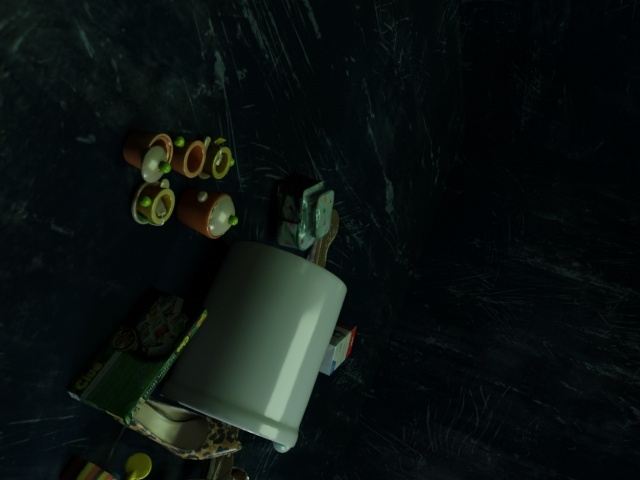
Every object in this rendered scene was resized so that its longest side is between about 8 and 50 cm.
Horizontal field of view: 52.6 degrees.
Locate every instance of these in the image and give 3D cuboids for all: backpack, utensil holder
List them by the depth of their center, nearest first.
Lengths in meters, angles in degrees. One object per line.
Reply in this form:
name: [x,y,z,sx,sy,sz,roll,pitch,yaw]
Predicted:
utensil holder: [-0.145,0.235,1.507,0.327,0.328,0.385,58,50,-65]
backpack: [-0.046,-0.067,1.770,0.166,0.144,0.188,-42,149,-64]

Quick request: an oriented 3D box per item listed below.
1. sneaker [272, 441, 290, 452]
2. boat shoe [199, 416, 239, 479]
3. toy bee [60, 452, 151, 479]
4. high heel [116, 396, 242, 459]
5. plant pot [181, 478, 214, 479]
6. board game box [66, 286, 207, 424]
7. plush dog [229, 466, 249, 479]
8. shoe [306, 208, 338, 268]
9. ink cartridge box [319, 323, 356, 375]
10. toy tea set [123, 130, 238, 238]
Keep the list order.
sneaker: [-0.113,0.591,2.239,0.151,0.094,0.255,86,19,-59]
boat shoe: [-0.290,0.579,1.745,0.095,0.095,0.257,38,64,-61]
toy bee: [-0.397,0.533,1.324,0.298,0.162,0.195,55,53,-66]
high heel: [-0.294,0.371,1.305,0.186,0.261,0.093,79,26,-59]
plant pot: [-0.310,0.726,1.503,0.254,0.254,0.238,-24,110,-65]
board game box: [-0.340,0.208,1.224,0.259,0.136,0.030,-56,159,-36]
plush dog: [-0.290,0.820,1.864,0.211,0.262,0.225,-34,175,42]
shoe: [0.000,0.000,2.095,0.077,0.058,0.219,26,78,-50]
ink cartridge box: [0.060,0.424,2.586,0.231,0.078,0.134,-29,134,-63]
toy tea set: [-0.241,-0.103,1.226,0.336,0.124,0.200,-3,110,-70]
